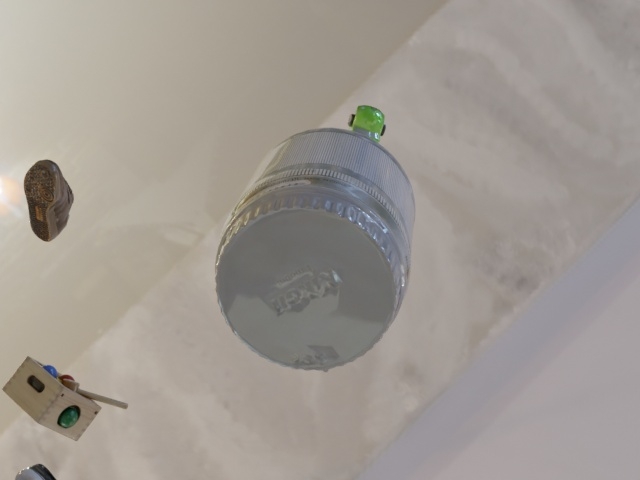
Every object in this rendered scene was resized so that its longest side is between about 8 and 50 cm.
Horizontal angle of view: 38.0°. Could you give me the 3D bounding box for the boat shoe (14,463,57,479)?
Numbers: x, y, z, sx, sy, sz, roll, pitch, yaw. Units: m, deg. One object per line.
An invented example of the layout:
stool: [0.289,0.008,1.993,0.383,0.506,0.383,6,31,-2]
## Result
boat shoe: [-0.334,0.345,1.192,0.049,0.040,0.142,-42,-95,24]

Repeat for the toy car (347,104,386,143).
toy car: [0.046,-0.111,1.520,0.239,0.053,0.225,18,-73,-11]

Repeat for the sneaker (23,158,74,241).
sneaker: [-0.450,-0.080,1.555,0.066,0.188,0.071,31,-131,6]

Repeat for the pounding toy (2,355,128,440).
pounding toy: [-0.428,0.266,1.565,0.141,0.130,0.100,29,-102,34]

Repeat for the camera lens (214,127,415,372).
camera lens: [0.000,0.000,1.105,0.219,0.219,0.274,-14,-159,13]
